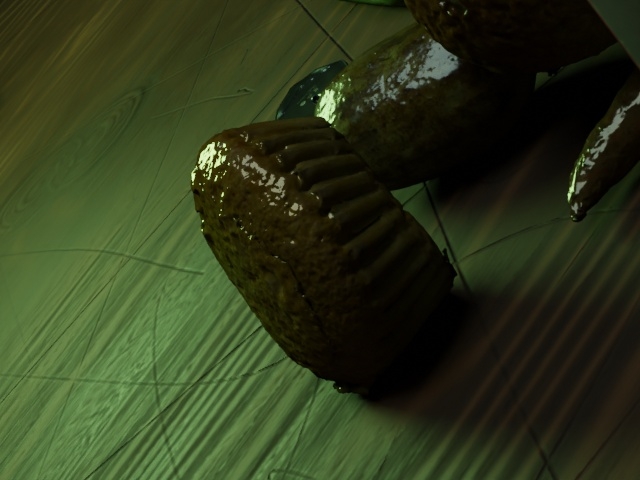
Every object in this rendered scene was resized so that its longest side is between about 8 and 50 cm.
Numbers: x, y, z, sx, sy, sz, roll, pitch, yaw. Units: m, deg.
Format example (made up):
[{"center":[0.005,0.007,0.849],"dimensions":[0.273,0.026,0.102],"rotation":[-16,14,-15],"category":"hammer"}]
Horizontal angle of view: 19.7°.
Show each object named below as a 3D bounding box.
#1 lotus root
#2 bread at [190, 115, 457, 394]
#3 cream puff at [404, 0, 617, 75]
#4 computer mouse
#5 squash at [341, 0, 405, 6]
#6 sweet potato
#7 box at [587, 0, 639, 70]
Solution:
[{"center":[0.109,-0.131,1.646],"dimensions":[0.260,0.128,0.145],"rotation":[-27,41,30],"category":"lotus root"},{"center":[-0.004,0.000,1.491],"dimensions":[0.139,0.240,0.240],"rotation":[-37,22,-13],"category":"bread"},{"center":[0.187,-0.276,1.484],"dimensions":[0.303,0.212,0.303],"rotation":[-23,31,15],"category":"cream puff"},{"center":[0.018,-0.117,1.851],"dimensions":[0.106,0.062,0.192],"rotation":[-45,29,-4],"category":"computer mouse"},{"center":[0.052,-0.302,2.090],"dimensions":[0.069,0.069,0.239],"rotation":[-48,24,-9],"category":"squash"},{"center":[0.285,-0.140,1.444],"dimensions":[0.066,0.072,0.314],"rotation":[34,76,26],"category":"sweet potato"},{"center":[0.356,-0.277,1.246],"dimensions":[0.300,0.314,0.312],"rotation":[-5,45,51],"category":"box"}]
